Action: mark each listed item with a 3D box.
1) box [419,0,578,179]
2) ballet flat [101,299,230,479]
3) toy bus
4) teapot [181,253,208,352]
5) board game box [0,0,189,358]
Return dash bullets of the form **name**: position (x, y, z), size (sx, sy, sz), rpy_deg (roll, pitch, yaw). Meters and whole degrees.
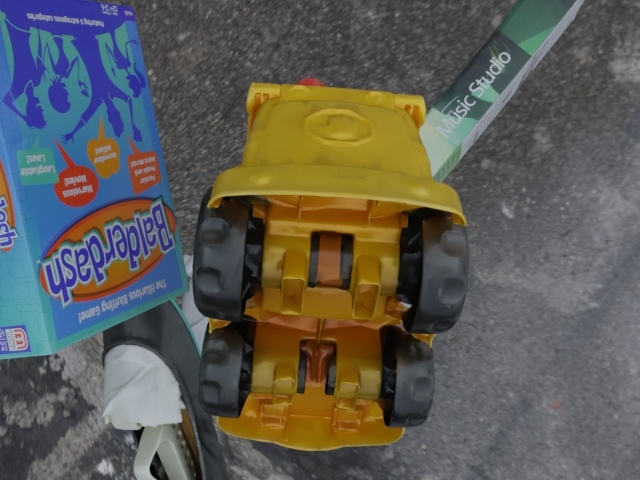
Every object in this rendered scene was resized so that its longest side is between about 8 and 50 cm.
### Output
- **box**: position (0.206, -0.191, 1.032), size (0.058, 0.232, 0.322), rpy_deg (38, 94, 7)
- **ballet flat**: position (-0.149, 0.169, 0.801), size (0.095, 0.096, 0.280), rpy_deg (-7, 115, 21)
- **toy bus**: position (0.000, 0.000, 0.557), size (0.149, 0.211, 0.220), rpy_deg (3, 131, -4)
- **teapot**: position (-0.090, 0.077, 1.045), size (0.187, 0.256, 0.252), rpy_deg (38, 37, -17)
- **board game box**: position (-0.161, -0.048, 0.544), size (0.047, 0.160, 0.210), rpy_deg (-7, 98, 22)
